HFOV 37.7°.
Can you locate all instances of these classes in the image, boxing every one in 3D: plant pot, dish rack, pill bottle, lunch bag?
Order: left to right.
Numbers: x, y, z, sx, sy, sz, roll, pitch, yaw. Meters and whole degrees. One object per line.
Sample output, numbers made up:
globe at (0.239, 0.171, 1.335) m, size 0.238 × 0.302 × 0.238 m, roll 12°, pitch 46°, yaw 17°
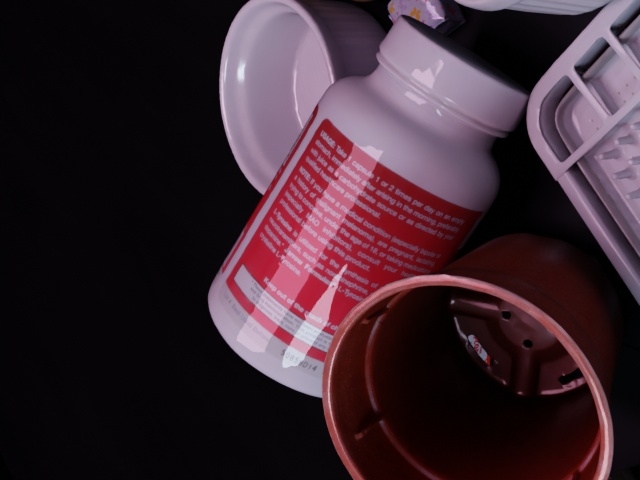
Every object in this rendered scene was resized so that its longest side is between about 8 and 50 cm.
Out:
pill bottle at (0.057, -0.038, 1.079) m, size 0.229 × 0.229 × 0.408 m, roll 47°, pitch 114°, yaw 36°
lunch bag at (0.125, -0.275, 1.139) m, size 0.083 × 0.053 × 0.071 m, roll -34°, pitch 74°, yaw 43°
plant pot at (0.182, 0.123, 0.945) m, size 0.272 × 0.265 × 0.273 m, roll 9°, pitch 111°, yaw 26°
dish rack at (0.358, -0.080, 0.852) m, size 0.333 × 0.072 × 0.285 m, roll 63°, pitch 141°, yaw 21°

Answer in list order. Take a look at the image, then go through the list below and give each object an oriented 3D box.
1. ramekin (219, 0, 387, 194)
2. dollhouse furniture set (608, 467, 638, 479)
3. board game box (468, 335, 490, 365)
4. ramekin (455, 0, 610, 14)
ramekin at (-0.012, -0.198, 1.281) m, size 0.277 × 0.135 × 0.277 m, roll 21°, pitch 117°, yaw 50°
dollhouse furniture set at (0.302, 0.350, 0.965) m, size 0.129 × 0.129 × 0.184 m, roll -34°, pitch 68°, yaw 19°
board game box at (0.155, 0.160, 1.230) m, size 0.146 × 0.045 × 0.194 m, roll 17°, pitch 113°, yaw 51°
ramekin at (0.223, -0.334, 0.860) m, size 0.273 × 0.127 × 0.273 m, roll -35°, pitch 50°, yaw 58°
